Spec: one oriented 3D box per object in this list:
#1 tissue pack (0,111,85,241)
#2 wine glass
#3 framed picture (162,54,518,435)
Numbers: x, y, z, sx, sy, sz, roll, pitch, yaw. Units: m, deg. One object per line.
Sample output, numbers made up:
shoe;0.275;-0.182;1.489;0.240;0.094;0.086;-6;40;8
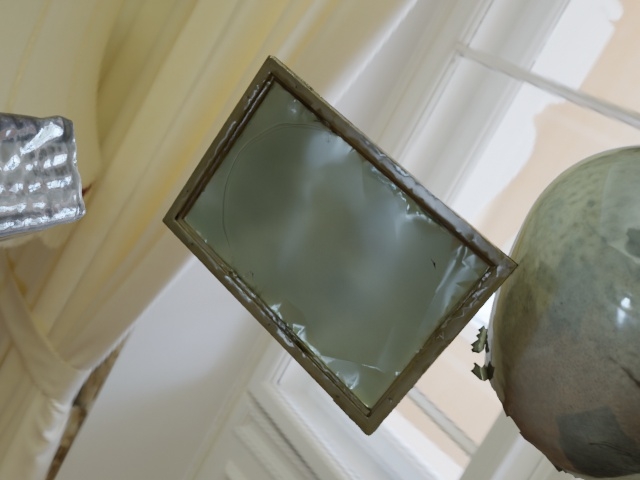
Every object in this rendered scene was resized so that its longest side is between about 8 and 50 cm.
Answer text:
tissue pack;-0.416;-0.033;0.582;0.288;0.124;0.394;-7;4;17
wine glass;0.247;0.012;0.479;0.238;0.323;0.238;14;41;-12
framed picture;0.000;0.000;0.462;0.201;0.136;0.010;43;19;20
